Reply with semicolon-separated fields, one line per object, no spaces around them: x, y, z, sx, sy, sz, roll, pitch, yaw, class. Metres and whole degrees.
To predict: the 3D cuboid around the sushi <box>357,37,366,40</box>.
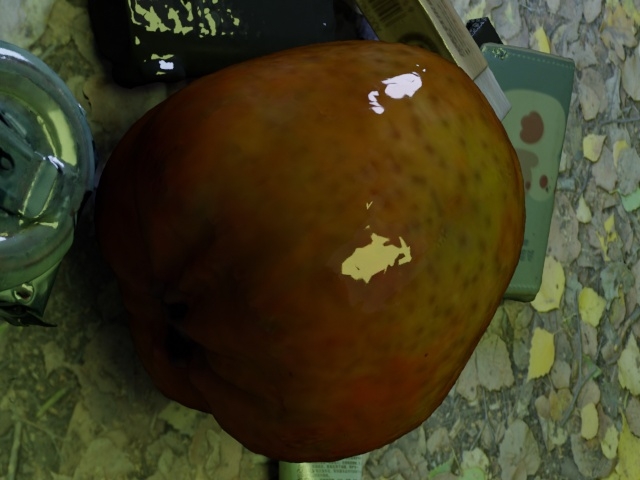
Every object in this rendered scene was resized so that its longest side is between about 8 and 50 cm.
0.061;-0.226;1.857;0.046;0.044;0.083;-25;107;-41;sushi

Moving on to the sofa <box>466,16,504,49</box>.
0.211;-0.262;2.012;0.118;0.039;0.060;-54;125;-32;sofa

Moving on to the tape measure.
-0.340;-0.068;1.387;0.275;0.147;0.256;32;66;-40;tape measure

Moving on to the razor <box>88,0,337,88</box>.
-0.115;-0.275;1.645;0.326;0.107;0.189;-12;96;-44;razor

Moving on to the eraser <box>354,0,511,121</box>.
0.121;-0.284;1.806;0.343;0.078;0.144;57;23;-6;eraser

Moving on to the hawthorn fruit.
0.000;0.000;1.511;0.471;0.471;0.472;3;86;-44;hawthorn fruit

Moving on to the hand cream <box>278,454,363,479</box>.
0.000;0.350;1.738;0.147;0.093;0.306;9;80;-38;hand cream

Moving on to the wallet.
0.248;-0.093;1.993;0.252;0.083;0.361;5;94;-42;wallet
